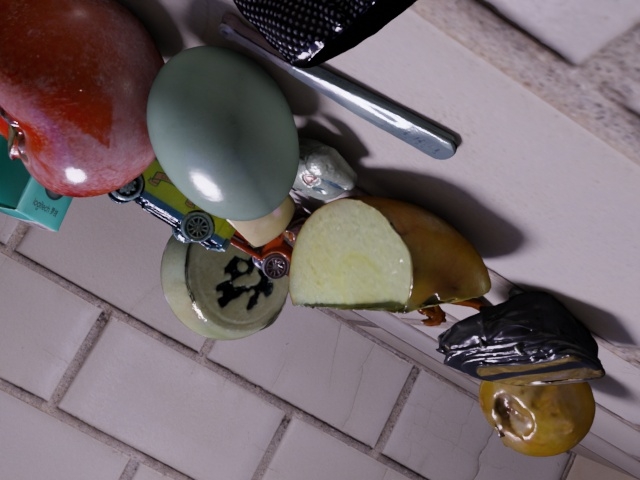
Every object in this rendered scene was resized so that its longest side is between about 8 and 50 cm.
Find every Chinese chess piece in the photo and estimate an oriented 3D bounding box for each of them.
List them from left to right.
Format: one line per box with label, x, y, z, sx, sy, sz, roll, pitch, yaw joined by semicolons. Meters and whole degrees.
Chinese chess piece;-0.146;-0.104;0.922;0.251;0.097;0.251;47;177;4
Chinese chess piece;-0.237;0.083;1.519;0.349;0.350;0.146;36;153;-32

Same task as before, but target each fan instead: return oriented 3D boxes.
fan;0.019;-0.161;0.610;0.282;0.023;0.057;29;171;-5

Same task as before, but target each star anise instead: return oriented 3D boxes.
star anise;0.000;0.001;1.172;0.214;0.099;0.220;40;-173;-20

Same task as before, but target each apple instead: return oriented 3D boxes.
apple;0.090;0.037;0.884;0.254;0.179;0.346;43;154;-20

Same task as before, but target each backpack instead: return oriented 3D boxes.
backpack;0.315;0.174;0.975;0.258;0.133;0.206;-24;137;39

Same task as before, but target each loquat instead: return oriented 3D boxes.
loquat;0.468;0.346;1.264;0.243;0.244;0.244;28;169;6

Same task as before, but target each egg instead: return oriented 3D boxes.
egg;-0.111;-0.121;0.702;0.168;0.168;0.231;22;149;36

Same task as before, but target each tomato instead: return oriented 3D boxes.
tomato;-0.310;-0.197;0.748;0.270;0.227;0.270;36;149;25

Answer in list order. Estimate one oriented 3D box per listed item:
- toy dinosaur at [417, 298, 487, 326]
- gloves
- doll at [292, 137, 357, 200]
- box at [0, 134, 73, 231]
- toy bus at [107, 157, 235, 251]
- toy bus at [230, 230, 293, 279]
toy dinosaur;0.207;0.096;1.091;0.432;0.097;0.208;34;-176;-2
gloves;-0.017;-0.207;0.349;0.181;0.106;0.129;60;164;-5
doll;-0.008;-0.100;0.822;0.103;0.072;0.214;22;173;-16
box;-0.541;-0.190;1.153;0.118;0.312;0.205;20;168;-1
toy bus;-0.278;-0.124;1.085;0.312;0.190;0.152;33;170;-19
toy bus;-0.179;-0.045;1.275;0.329;0.153;0.143;32;179;-17
